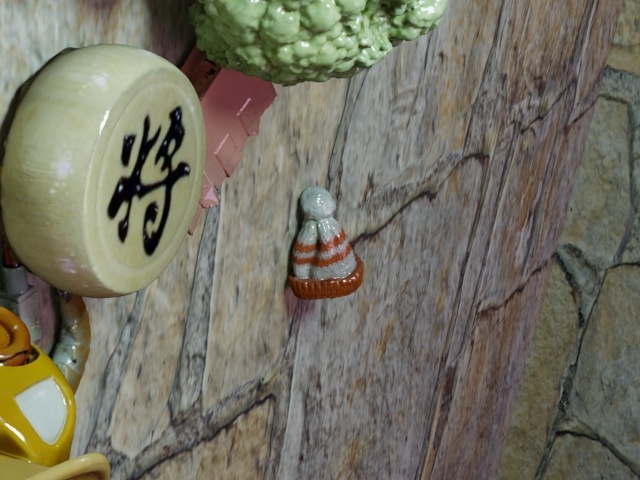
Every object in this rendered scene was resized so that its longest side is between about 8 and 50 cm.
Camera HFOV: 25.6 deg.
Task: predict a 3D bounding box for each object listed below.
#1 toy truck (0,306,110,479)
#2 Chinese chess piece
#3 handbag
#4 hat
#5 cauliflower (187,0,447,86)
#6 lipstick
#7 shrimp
[{"bbox_3d":[-0.324,0.212,1.255,0.288,0.211,0.204,-32,153,-53],"label":"toy truck"},{"bbox_3d":[-0.214,-0.070,1.416,0.257,0.104,0.257,-46,143,-51],"label":"Chinese chess piece"},{"bbox_3d":[-0.135,-0.129,1.641,0.213,0.059,0.157,-61,155,-18],"label":"handbag"},{"bbox_3d":[0.000,0.000,2.040,0.094,0.112,0.162,-87,168,-55],"label":"hat"},{"bbox_3d":[-0.019,-0.313,1.500,0.326,0.260,0.281,4,77,-26],"label":"cauliflower"},{"bbox_3d":[-0.308,0.046,1.425,0.030,0.030,0.129,-41,140,-49],"label":"lipstick"},{"bbox_3d":[-0.292,0.122,1.506,0.161,0.049,0.166,-29,133,-62],"label":"shrimp"}]
